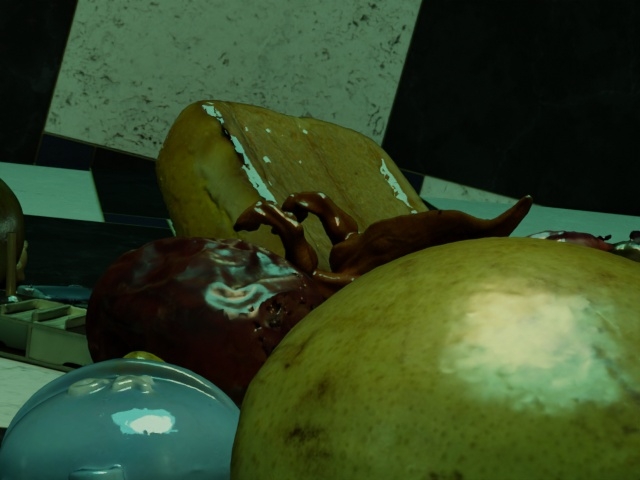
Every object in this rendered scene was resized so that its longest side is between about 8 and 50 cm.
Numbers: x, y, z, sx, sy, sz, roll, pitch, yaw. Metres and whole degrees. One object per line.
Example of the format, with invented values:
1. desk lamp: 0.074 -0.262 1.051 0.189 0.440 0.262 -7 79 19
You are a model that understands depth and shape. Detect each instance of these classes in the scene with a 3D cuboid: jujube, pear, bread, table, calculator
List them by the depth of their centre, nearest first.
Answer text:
1. pear: 0.104 0.141 1.055 0.314 0.314 0.314 7 8 -1
2. jujube: -0.100 0.087 1.738 0.183 0.183 0.243 0 3 -41
3. table: -0.259 0.063 1.956 0.240 0.111 0.121 11 9 24
4. bread: -0.005 0.006 2.142 0.328 0.148 0.337 6 43 -50
5. calculator: -0.279 0.066 2.256 0.141 0.019 0.094 3 9 -39

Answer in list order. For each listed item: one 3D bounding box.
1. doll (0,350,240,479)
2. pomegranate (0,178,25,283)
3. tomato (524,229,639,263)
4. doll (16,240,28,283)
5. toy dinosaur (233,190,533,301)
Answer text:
1. doll: -0.128 0.148 1.357 0.177 0.141 0.314 -5 2 4
2. pomegranate: -0.421 -0.043 2.182 0.182 0.224 0.181 6 16 -2
3. tomato: 0.183 0.123 1.694 0.290 0.176 0.335 -29 -21 33
4. doll: -0.382 0.029 2.312 0.062 0.051 0.093 -20 -3 17
5. toy dinosaur: 0.029 0.020 1.775 0.208 0.097 0.432 40 -29 7
